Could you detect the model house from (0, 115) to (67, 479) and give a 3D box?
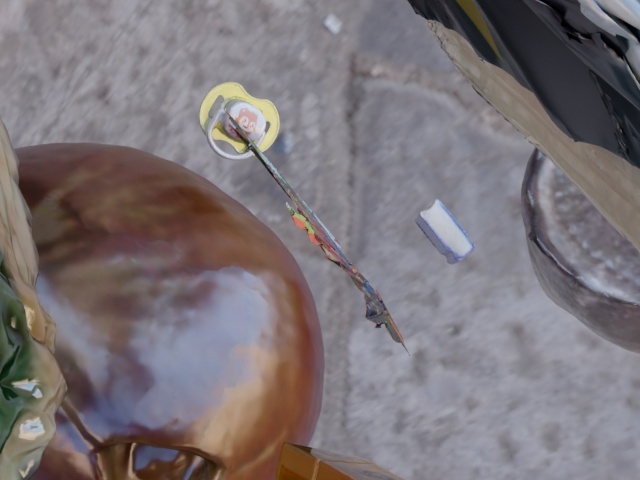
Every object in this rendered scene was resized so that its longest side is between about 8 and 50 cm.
[{"bbox_3d":[-0.359,-0.054,0.632,0.445,0.400,0.395,-13,56,-3],"label":"model house"}]

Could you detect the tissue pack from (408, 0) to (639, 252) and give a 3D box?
[{"bbox_3d":[0.139,-0.148,0.518,0.264,0.416,0.253,-33,112,3],"label":"tissue pack"}]

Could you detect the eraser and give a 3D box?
[{"bbox_3d":[0.125,-0.007,1.726,0.027,0.085,0.063,-39,87,-3],"label":"eraser"}]

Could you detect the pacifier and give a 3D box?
[{"bbox_3d":[-0.083,-0.114,1.632,0.083,0.064,0.068,26,96,-25],"label":"pacifier"}]

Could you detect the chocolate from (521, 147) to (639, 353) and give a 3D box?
[{"bbox_3d":[0.362,0.000,1.852,0.303,0.213,0.303,-2,57,2],"label":"chocolate"}]

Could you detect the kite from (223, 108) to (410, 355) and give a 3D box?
[{"bbox_3d":[0.000,0.000,1.231,0.014,0.183,0.241,-37,68,4],"label":"kite"}]

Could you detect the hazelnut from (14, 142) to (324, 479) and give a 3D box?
[{"bbox_3d":[-0.191,0.095,1.618,0.402,0.402,0.429,-22,55,-28],"label":"hazelnut"}]

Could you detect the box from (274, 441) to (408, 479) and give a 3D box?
[{"bbox_3d":[0.031,0.259,1.247,0.076,0.274,0.174,14,89,-22],"label":"box"}]
